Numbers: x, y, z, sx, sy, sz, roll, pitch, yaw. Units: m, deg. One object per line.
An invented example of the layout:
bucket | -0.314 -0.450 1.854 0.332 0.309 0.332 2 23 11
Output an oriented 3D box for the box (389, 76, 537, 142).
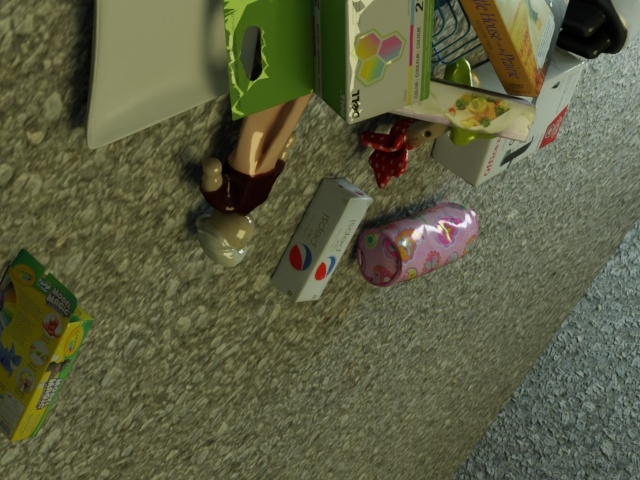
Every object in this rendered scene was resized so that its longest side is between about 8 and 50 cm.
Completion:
box | 0.174 -0.218 1.813 0.323 0.067 0.063 11 104 -15

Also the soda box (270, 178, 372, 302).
soda box | 0.000 0.000 2.031 0.074 0.069 0.216 -4 126 -56

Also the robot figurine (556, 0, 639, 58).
robot figurine | 0.557 -0.469 2.227 0.278 0.173 0.209 -44 176 -15

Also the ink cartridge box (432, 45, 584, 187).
ink cartridge box | 0.357 -0.248 2.239 0.272 0.114 0.197 -29 146 -37

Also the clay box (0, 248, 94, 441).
clay box | -0.379 0.133 1.521 0.053 0.127 0.222 -1 125 -59

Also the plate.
plate | -0.178 -0.271 1.428 0.278 0.045 0.277 -30 146 -38

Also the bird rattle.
bird rattle | 0.188 -0.198 1.980 0.253 0.143 0.207 -35 -166 32

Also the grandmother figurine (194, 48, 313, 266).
grandmother figurine | -0.100 -0.108 1.694 0.207 0.104 0.342 -13 134 -46

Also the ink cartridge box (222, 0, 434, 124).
ink cartridge box | 0.013 -0.245 1.512 0.255 0.097 0.189 -21 133 -23

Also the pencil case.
pencil case | 0.190 0.004 2.292 0.284 0.124 0.124 -21 141 -47

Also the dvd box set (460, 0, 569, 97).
dvd box set | 0.293 -0.444 1.737 0.420 0.062 0.308 46 60 -58

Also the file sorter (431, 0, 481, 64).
file sorter | 0.171 -0.336 1.790 0.118 0.105 0.170 -30 167 34
